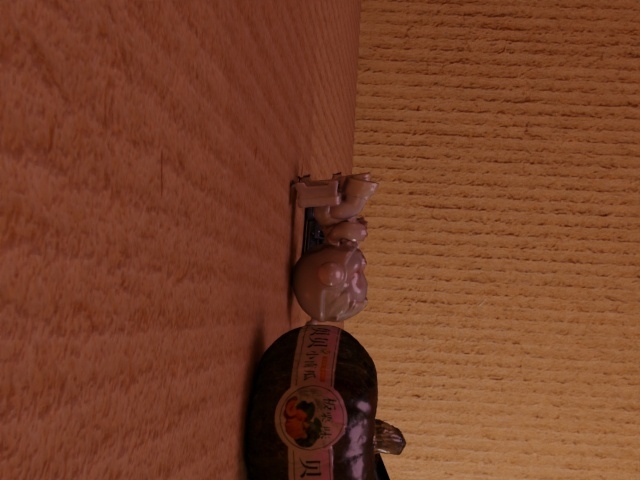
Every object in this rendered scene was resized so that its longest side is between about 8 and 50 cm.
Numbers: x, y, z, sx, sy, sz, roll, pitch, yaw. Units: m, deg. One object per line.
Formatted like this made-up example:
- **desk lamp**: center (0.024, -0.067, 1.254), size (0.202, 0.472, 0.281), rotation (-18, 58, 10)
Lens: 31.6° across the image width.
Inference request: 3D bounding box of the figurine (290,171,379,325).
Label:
- **figurine**: center (0.014, 0.024, 1.762), size (0.182, 0.144, 0.257), rotation (-150, -122, -72)

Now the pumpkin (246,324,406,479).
- **pumpkin**: center (0.011, 0.239, 1.381), size (0.260, 0.189, 0.260), rotation (4, 90, -87)

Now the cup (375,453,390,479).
- **cup**: center (0.024, 0.411, 1.598), size (0.239, 0.166, 0.177), rotation (-48, 129, -56)

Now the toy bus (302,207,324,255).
- **toy bus**: center (0.000, 0.000, 1.982), size (0.075, 0.064, 0.190), rotation (117, -21, -69)
